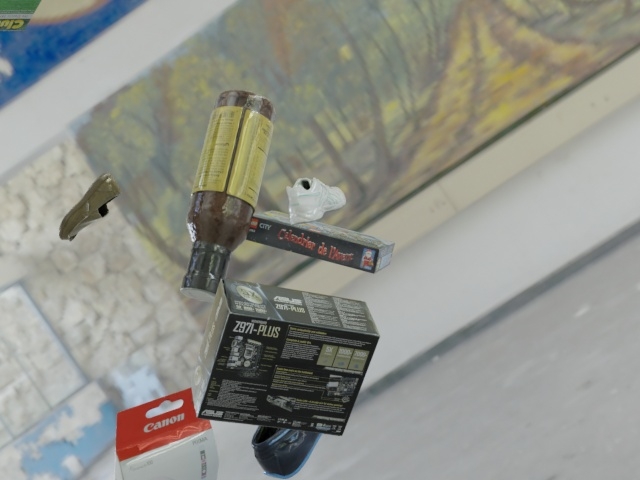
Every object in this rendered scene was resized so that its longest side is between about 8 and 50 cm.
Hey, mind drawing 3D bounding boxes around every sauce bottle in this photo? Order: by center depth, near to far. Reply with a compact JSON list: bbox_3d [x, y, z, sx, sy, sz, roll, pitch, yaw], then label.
[{"bbox_3d":[-0.157,-0.072,1.755,0.111,0.111,0.344,-30,44,64],"label":"sauce bottle"}]

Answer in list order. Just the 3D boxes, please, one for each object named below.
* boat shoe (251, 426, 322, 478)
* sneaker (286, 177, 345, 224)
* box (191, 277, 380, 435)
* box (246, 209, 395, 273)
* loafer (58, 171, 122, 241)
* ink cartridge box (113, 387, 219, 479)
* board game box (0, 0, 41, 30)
[{"bbox_3d":[-0.019,0.224,1.587,0.109,0.089,0.258,-6,43,31],"label":"boat shoe"},{"bbox_3d":[-0.005,-0.067,1.590,0.053,0.061,0.152,-11,8,24],"label":"sneaker"},{"bbox_3d":[-0.044,0.136,1.244,0.077,0.180,0.147,-111,35,-59],"label":"box"},{"bbox_3d":[0.000,0.000,1.845,0.159,0.233,0.044,-20,-56,-76],"label":"box"},{"bbox_3d":[-0.395,-0.050,1.850,0.148,0.050,0.056,-50,-1,17],"label":"loafer"},{"bbox_3d":[-0.259,0.370,1.838,0.189,0.066,0.232,-15,-48,-36],"label":"ink cartridge box"},{"bbox_3d":[-0.560,-0.381,1.707,0.259,0.030,0.136,-13,-25,-47],"label":"board game box"}]
